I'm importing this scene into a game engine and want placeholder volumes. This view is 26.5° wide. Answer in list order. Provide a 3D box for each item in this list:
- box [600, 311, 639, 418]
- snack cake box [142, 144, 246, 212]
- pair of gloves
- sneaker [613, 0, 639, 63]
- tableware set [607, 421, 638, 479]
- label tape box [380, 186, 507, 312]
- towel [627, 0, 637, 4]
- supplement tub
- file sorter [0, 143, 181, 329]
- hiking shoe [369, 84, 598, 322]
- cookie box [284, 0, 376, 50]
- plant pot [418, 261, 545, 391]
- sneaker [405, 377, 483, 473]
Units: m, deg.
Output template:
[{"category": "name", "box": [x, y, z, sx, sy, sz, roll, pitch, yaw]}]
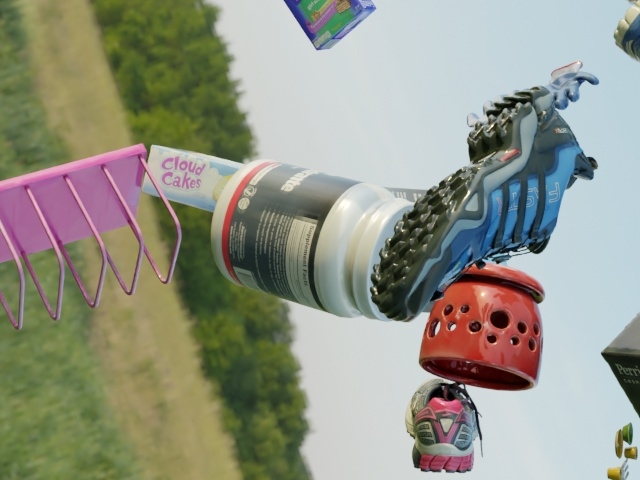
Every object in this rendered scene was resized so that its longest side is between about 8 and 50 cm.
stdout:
[{"category": "box", "box": [0.787, 0.282, 2.141, 0.471, 0.297, 0.480, 58, -26, -15]}, {"category": "snack cake box", "box": [-0.155, -0.091, 2.362, 0.152, 0.264, 0.089, -2, 106, -67]}, {"category": "pair of gloves", "box": [0.283, -0.186, 1.827, 0.023, 0.198, 0.159, 62, 26, -17]}, {"category": "sneaker", "box": [0.580, -0.249, 2.002, 0.129, 0.330, 0.147, -57, -139, 30]}, {"category": "tableware set", "box": [0.477, 0.351, 2.138, 0.154, 0.024, 0.104, -29, 115, -63]}, {"category": "label tape box", "box": [0.163, 0.016, 2.545, 0.106, 0.334, 0.240, 105, -17, -44]}, {"category": "towel", "box": [0.549, -0.403, 2.113, 0.187, 0.282, 0.049, 52, 48, -85]}, {"category": "supplement tub", "box": [0.000, 0.000, 1.915, 0.272, 0.191, 0.191, 15, -42, 32]}, {"category": "file sorter", "box": [-0.400, 0.003, 2.255, 0.182, 0.291, 0.202, 58, -29, 26]}, {"category": "hiking shoe", "box": [0.174, -0.019, 1.359, 0.132, 0.304, 0.113, 46, -23, -14]}, {"category": "cookie box", "box": [0.006, -0.320, 1.787, 0.107, 0.092, 0.040, 57, 30, 9]}, {"category": "plant pot", "box": [0.263, 0.133, 2.145, 0.191, 0.191, 0.174, 88, 16, -75]}, {"category": "sneaker", "box": [0.198, 0.267, 2.120, 0.299, 0.121, 0.112, -90, -178, -80]}]
